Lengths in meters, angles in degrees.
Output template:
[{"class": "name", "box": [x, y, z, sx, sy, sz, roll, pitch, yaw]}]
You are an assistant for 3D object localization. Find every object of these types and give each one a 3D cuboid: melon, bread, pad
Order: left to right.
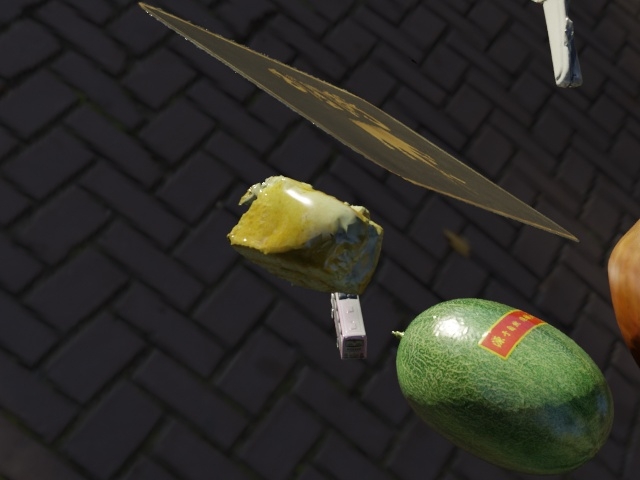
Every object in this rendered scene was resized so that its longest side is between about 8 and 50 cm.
[{"class": "bread", "box": [-0.004, -0.002, 1.531, 0.156, 0.110, 0.103, 22, 85, -18]}, {"class": "pad", "box": [0.030, -0.118, 1.091, 0.315, 0.063, 0.375, 34, 9, 26]}, {"class": "melon", "box": [0.205, 0.166, 1.762, 0.288, 0.182, 0.182, 26, 33, 21]}]

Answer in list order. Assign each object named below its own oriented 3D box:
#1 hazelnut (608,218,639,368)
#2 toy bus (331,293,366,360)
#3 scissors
[{"class": "hazelnut", "box": [0.488, 0.056, 1.582, 0.372, 0.315, 0.372, 1, 84, -13]}, {"class": "toy bus", "box": [0.036, 0.099, 1.933, 0.037, 0.052, 0.130, -4, 37, -4]}, {"class": "scissors", "box": [0.196, -0.224, 1.280, 0.027, 0.101, 0.204, 5, 70, -28]}]
